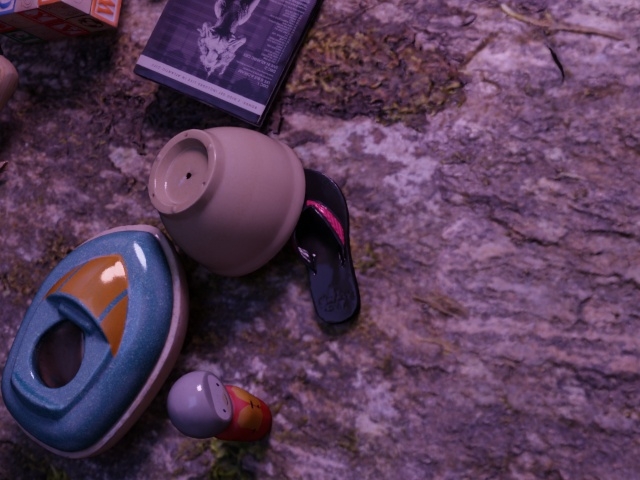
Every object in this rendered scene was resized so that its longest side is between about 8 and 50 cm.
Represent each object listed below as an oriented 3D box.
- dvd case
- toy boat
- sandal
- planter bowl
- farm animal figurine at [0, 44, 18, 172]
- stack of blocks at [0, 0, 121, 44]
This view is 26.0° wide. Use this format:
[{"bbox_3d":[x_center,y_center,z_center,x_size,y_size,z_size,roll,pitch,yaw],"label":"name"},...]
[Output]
[{"bbox_3d":[-0.093,-0.256,1.561,0.165,0.018,0.221,24,84,16],"label":"dvd case"},{"bbox_3d":[-0.198,0.123,1.459,0.318,0.148,0.267,25,88,30],"label":"toy boat"},{"bbox_3d":[0.000,0.000,1.456,0.067,0.040,0.179,-23,67,19],"label":"sandal"},{"bbox_3d":[-0.112,-0.054,1.466,0.162,0.109,0.162,-18,60,34],"label":"planter bowl"},{"bbox_3d":[-0.499,-0.076,1.664,0.330,0.172,0.326,-12,83,15],"label":"farm animal figurine"},{"bbox_3d":[-0.310,-0.398,1.671,0.171,0.087,0.297,-3,74,39],"label":"stack of blocks"}]
